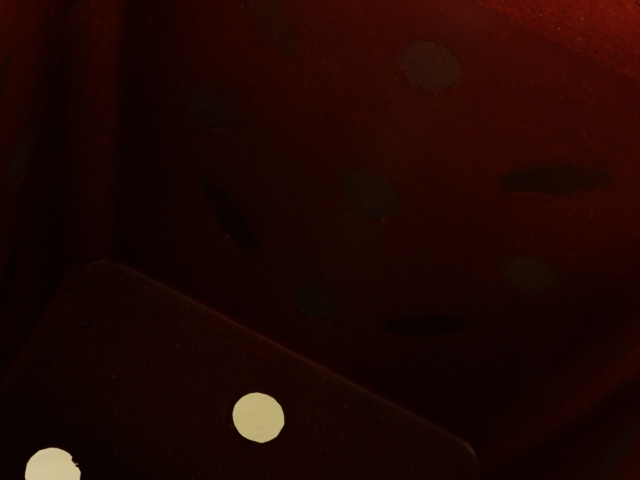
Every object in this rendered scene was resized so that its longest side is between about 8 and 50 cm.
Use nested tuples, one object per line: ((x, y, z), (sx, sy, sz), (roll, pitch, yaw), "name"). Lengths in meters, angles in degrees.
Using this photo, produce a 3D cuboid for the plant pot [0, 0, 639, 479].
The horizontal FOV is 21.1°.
((-0.018, 0.056, 0.509), (0.267, 0.267, 0.236), (28, 150, -1), "plant pot")
